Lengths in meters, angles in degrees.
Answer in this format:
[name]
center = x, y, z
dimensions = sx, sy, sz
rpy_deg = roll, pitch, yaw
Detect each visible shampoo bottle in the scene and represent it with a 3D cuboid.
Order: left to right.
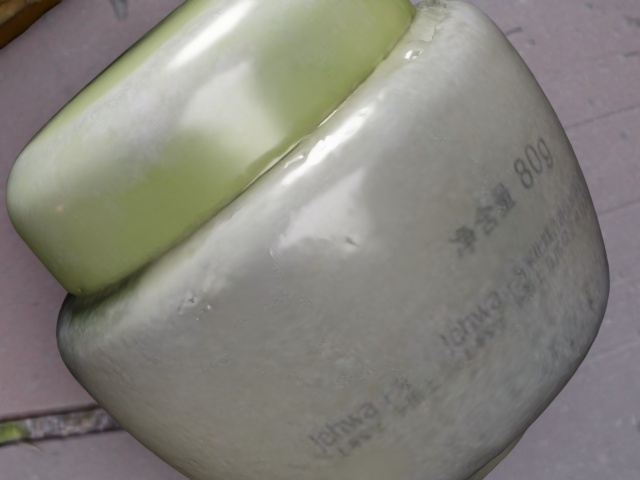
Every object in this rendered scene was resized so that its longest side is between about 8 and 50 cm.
[shampoo bottle]
center = 0.000, 0.000, 1.108
dimensions = 0.322, 0.322, 0.317
rpy_deg = -44, 100, -10

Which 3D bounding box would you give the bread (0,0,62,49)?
[bread]
center = -0.314, -0.164, 1.199
dimensions = 0.315, 0.279, 0.248
rpy_deg = -33, 91, 32
